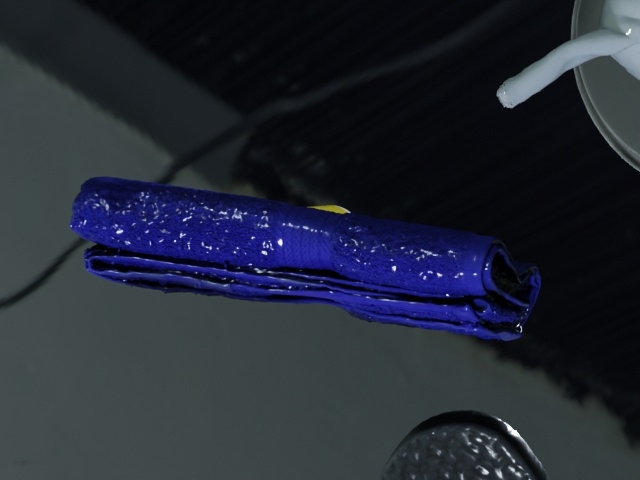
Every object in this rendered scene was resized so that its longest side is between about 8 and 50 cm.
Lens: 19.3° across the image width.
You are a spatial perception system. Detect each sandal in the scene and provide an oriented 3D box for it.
[{"bbox_3d":[0.165,0.303,1.681,0.107,0.168,0.445,-60,143,-44],"label":"sandal"}]

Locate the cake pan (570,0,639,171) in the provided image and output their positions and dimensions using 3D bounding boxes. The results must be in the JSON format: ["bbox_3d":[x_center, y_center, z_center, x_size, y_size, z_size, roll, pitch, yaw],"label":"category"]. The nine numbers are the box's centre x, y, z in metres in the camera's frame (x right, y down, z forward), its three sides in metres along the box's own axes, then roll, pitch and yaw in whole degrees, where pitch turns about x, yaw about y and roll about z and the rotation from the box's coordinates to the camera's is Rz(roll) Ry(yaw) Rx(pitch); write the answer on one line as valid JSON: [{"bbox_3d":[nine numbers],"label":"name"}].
[{"bbox_3d":[0.349,-0.178,1.611,0.054,0.293,0.293,-9,73,-65],"label":"cake pan"}]

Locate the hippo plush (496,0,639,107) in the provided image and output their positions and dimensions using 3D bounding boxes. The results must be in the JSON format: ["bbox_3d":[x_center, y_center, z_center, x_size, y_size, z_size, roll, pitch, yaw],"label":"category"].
[{"bbox_3d":[0.304,-0.164,1.121,0.294,0.237,0.234,10,89,-41],"label":"hippo plush"}]

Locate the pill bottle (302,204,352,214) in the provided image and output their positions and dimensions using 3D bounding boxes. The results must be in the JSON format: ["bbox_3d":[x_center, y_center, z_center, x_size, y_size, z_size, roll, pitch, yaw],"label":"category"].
[{"bbox_3d":[0.000,0.000,1.727,0.116,0.065,0.065,-9,73,-63],"label":"pill bottle"}]

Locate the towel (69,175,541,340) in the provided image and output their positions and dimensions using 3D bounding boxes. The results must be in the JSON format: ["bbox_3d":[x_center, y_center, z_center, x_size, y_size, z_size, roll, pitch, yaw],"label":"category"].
[{"bbox_3d":[-0.006,0.021,1.353,0.228,0.308,0.076,27,73,-73],"label":"towel"}]
